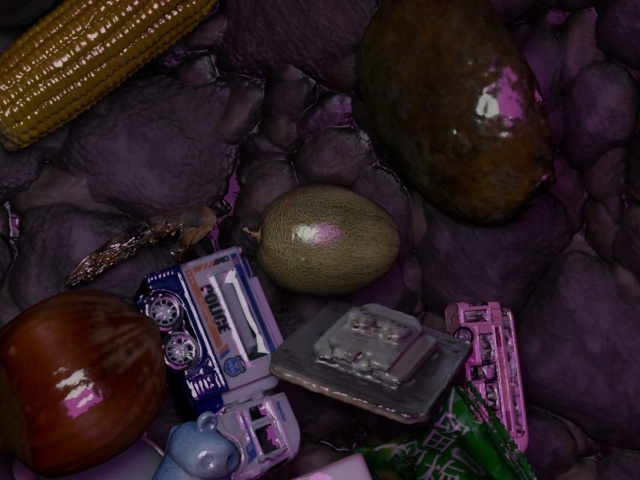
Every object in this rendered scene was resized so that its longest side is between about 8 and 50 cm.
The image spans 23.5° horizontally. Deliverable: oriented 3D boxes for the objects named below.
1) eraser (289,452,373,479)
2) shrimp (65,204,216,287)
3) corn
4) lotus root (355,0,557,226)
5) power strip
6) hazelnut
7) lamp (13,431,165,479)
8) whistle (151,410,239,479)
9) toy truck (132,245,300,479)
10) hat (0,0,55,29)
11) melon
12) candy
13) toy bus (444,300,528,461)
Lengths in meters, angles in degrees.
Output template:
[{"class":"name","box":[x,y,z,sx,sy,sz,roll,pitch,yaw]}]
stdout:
[{"class":"eraser","box":[0.018,0.403,1.788,0.174,0.095,0.270,-21,82,-9]},{"class":"shrimp","box":[-0.207,0.014,1.820,0.195,0.148,0.035,-30,114,-11]},{"class":"corn","box":[-0.275,-0.239,1.871,0.344,0.131,0.131,-42,87,-14]},{"class":"lotus root","box":[0.160,-0.168,1.915,0.142,0.210,0.314,-16,67,-25]},{"class":"power strip","box":[0.063,0.118,1.783,0.198,0.213,0.064,17,115,16]},{"class":"hazelnut","box":[-0.272,0.157,1.701,0.181,0.181,0.212,-9,46,-38]},{"class":"lamp","box":[-0.236,0.323,1.755,0.179,0.108,0.246,-23,82,-10]},{"class":"whistle","box":[-0.149,0.311,1.677,0.180,0.093,0.269,1,105,-37]},{"class":"toy truck","box":[-0.113,0.157,1.808,0.155,0.124,0.268,-20,80,-19]},{"class":"hat","box":[-0.290,-0.435,1.921,0.366,0.257,0.382,44,111,26]},{"class":"melon","box":[0.000,0.000,1.857,0.192,0.139,0.139,5,76,-14]},{"class":"candy","box":[0.141,0.258,1.820,0.141,0.203,0.078,46,33,-16]},{"class":"toy bus","box":[0.201,0.176,1.893,0.090,0.063,0.203,-4,80,-14]}]
